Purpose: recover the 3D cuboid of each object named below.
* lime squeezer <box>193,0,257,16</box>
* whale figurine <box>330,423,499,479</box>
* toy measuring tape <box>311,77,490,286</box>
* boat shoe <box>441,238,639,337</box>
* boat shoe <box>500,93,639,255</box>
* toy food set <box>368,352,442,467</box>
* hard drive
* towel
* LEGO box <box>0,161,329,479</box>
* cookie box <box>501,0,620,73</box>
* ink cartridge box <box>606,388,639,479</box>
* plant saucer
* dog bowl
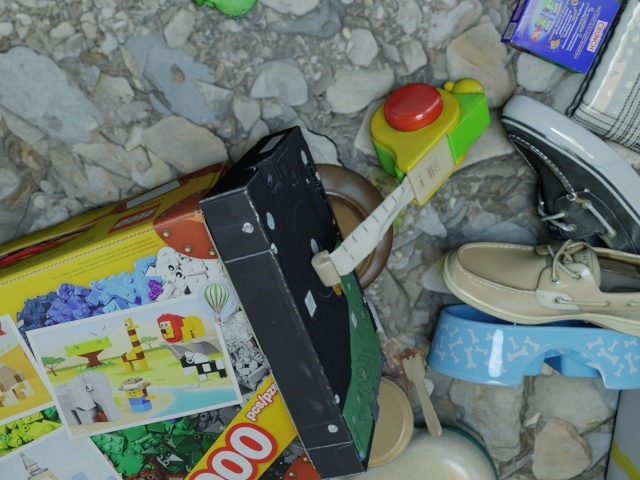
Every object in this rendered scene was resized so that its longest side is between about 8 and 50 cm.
[{"bbox_3d":[-0.127,-0.321,0.821,0.310,0.059,0.110,16,106,-8],"label":"lime squeezer"},{"bbox_3d":[0.120,0.352,1.033,0.271,0.141,0.217,-12,89,22],"label":"whale figurine"},{"bbox_3d":[0.078,-0.086,0.847,0.330,0.121,0.121,-46,108,-21],"label":"toy measuring tape"},{"bbox_3d":[0.301,0.041,0.872,0.302,0.109,0.098,11,138,2],"label":"boat shoe"},{"bbox_3d":[0.336,-0.044,0.910,0.335,0.121,0.119,38,97,-17],"label":"boat shoe"},{"bbox_3d":[0.069,0.243,0.993,0.192,0.038,0.133,-23,66,15],"label":"toy food set"},{"bbox_3d":[-0.014,0.061,0.821,0.064,0.237,0.339,-16,110,18],"label":"hard drive"},{"bbox_3d":[0.510,-0.242,0.895,0.312,0.056,0.324,20,105,-10],"label":"towel"},{"bbox_3d":[-0.281,0.176,0.881,0.499,0.193,0.373,-20,109,7],"label":"LEGO box"},{"bbox_3d":[0.291,-0.264,0.879,0.107,0.040,0.092,20,105,-10],"label":"cookie box"},{"bbox_3d":[0.576,0.299,1.019,0.279,0.160,0.385,1,107,-5],"label":"ink cartridge box"},{"bbox_3d":[0.000,0.000,0.946,0.198,0.036,0.199,-1,108,-3],"label":"plant saucer"},{"bbox_3d":[0.289,0.134,0.951,0.297,0.166,0.074,3,96,-5],"label":"dog bowl"}]
